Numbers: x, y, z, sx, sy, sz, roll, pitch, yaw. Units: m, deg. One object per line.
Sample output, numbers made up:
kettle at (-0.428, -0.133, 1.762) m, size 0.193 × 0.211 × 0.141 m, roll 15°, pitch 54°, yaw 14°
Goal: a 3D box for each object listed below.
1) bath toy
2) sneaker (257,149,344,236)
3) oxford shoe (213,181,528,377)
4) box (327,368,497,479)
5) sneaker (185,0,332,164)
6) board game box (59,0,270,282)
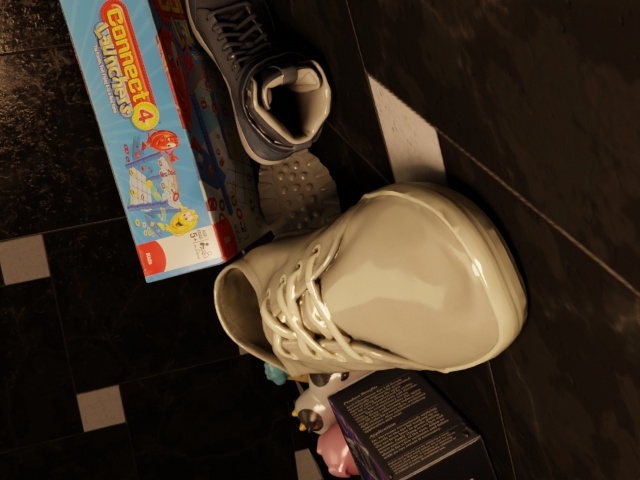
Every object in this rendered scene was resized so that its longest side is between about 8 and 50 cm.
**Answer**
bath toy at (0.040, 0.257, 1.403) m, size 0.348 × 0.129 × 0.151 m, roll -129°, pitch 27°, yaw -49°
sneaker at (0.000, 0.000, 1.159) m, size 0.235 × 0.090 × 0.095 m, roll 63°, pitch 180°, yaw 15°
oxford shoe at (0.022, 0.053, 0.891) m, size 0.449 × 0.130 × 0.169 m, roll -10°, pitch 104°, yaw 65°
box at (0.109, 0.250, 1.129) m, size 0.153 × 0.108 × 0.207 m, roll 68°, pitch 169°, yaw -23°
sneaker at (-0.061, -0.188, 0.991) m, size 0.226 × 0.086 × 0.163 m, roll 67°, pitch 168°, yaw -6°
board game box at (-0.145, -0.136, 1.109) m, size 0.308 × 0.086 × 0.302 m, roll -46°, pitch -59°, yaw -76°
